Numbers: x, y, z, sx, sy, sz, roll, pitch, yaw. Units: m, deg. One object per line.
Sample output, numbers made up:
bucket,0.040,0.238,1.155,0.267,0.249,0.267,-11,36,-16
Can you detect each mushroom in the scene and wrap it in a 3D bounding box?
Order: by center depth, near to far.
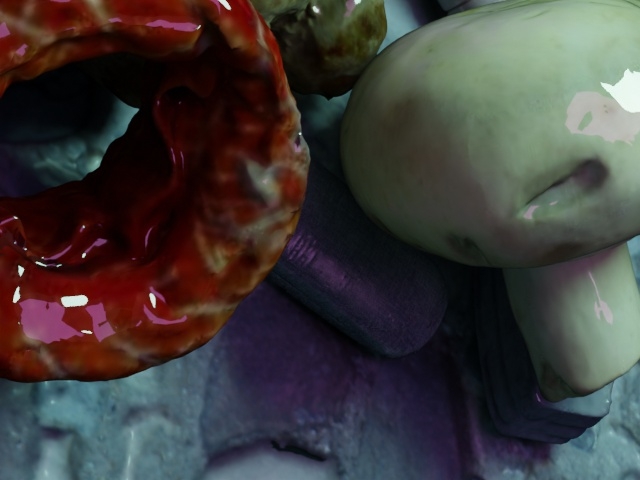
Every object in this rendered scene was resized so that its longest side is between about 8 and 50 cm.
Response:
mushroom,0.211,-0.078,1.555,0.353,0.353,0.325,45,77,-14

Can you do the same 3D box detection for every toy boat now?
toy boat,0.213,0.051,1.725,0.127,0.078,0.283,10,67,-27

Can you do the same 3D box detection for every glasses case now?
glasses case,0.000,0.000,1.608,0.282,0.067,0.109,38,62,-20

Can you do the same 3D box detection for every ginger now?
ginger,-0.114,-0.233,1.540,0.375,0.176,0.256,-11,98,-35

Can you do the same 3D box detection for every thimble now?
thimble,-0.197,-0.076,1.333,0.350,0.230,0.350,-11,119,-20

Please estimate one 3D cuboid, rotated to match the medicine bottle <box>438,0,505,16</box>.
medicine bottle,0.143,-0.317,1.752,0.133,0.133,0.250,-36,97,-35
